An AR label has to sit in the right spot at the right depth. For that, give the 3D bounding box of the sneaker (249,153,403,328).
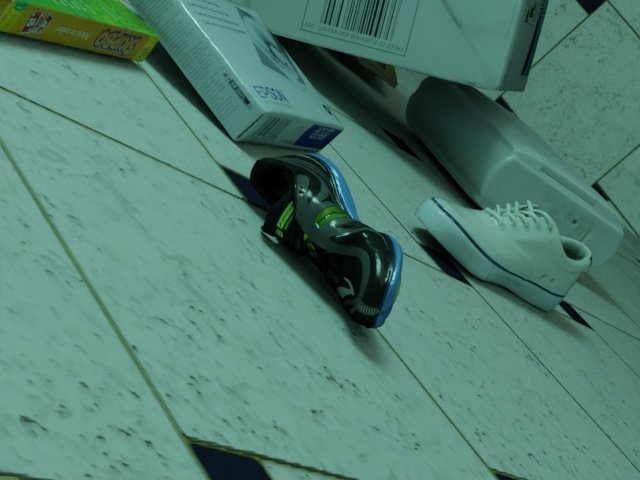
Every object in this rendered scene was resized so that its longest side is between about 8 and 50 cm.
[{"bbox_3d":[0.000,0.000,0.991,0.078,0.067,0.188,4,34,-32],"label":"sneaker"}]

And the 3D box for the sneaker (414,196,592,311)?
[{"bbox_3d":[0.197,-0.006,1.445,0.258,0.091,0.094,25,20,-48],"label":"sneaker"}]

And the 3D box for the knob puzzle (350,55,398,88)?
[{"bbox_3d":[0.035,-0.306,2.124,0.213,0.030,0.213,37,14,-11],"label":"knob puzzle"}]

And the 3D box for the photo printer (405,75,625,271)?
[{"bbox_3d":[0.260,-0.106,1.912,0.256,0.107,0.307,30,16,-33],"label":"photo printer"}]

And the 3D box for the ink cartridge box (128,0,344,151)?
[{"bbox_3d":[-0.089,-0.183,1.282,0.224,0.045,0.223,51,15,11],"label":"ink cartridge box"}]

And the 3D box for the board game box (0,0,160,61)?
[{"bbox_3d":[-0.227,-0.197,1.047,0.124,0.039,0.259,42,11,13],"label":"board game box"}]

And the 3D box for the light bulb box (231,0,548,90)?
[{"bbox_3d":[0.114,-0.344,1.791,0.357,0.225,0.361,17,9,12],"label":"light bulb box"}]
